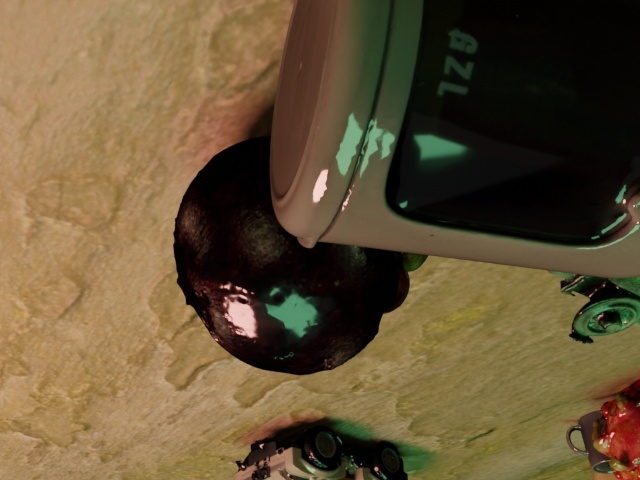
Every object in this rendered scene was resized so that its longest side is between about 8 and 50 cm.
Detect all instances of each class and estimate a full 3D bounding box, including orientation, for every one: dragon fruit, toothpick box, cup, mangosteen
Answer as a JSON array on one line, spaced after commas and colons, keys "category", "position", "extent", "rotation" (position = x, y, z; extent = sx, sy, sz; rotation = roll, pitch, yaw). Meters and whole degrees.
[{"category": "dragon fruit", "position": [0.468, 0.290, 1.047], "extent": [0.160, 0.172, 0.166], "rotation": [-21, 139, 27]}, {"category": "toothpick box", "position": [0.134, -0.085, 0.508], "extent": [0.316, 0.229, 0.229], "rotation": [8, 144, -14]}, {"category": "cup", "position": [0.435, 0.315, 1.165], "extent": [0.100, 0.077, 0.078], "rotation": [-7, 144, 11]}, {"category": "mangosteen", "position": [0.000, 0.000, 0.645], "extent": [0.250, 0.211, 0.211], "rotation": [-24, 148, -17]}]

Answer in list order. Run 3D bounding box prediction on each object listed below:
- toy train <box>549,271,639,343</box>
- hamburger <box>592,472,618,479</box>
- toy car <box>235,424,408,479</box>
[{"category": "toy train", "position": [0.365, 0.032, 0.735], "extent": [0.300, 0.120, 0.202], "rotation": [21, 136, -26]}, {"category": "hamburger", "position": [0.556, 0.432, 1.327], "extent": [0.141, 0.081, 0.126], "rotation": [0, 144, 23]}, {"category": "toy car", "position": [0.015, 0.398, 1.261], "extent": [0.301, 0.118, 0.193], "rotation": [27, 134, -34]}]
